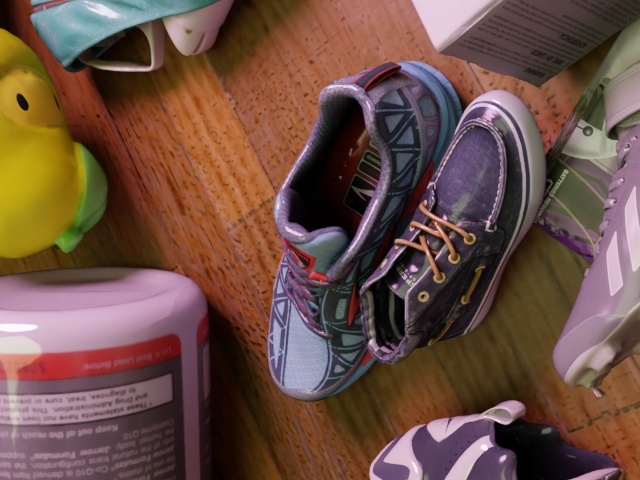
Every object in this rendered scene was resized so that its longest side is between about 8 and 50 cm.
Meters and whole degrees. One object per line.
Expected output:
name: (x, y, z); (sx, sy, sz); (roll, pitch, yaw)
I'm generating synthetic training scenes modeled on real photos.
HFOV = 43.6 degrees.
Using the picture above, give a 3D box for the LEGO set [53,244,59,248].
LEGO set: (-0.248, -0.032, 0.771); (0.054, 0.023, 0.083); (57, 135, 15)

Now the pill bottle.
pill bottle: (-0.193, 0.214, 0.656); (0.210, 0.210, 0.362); (5, 100, 32)

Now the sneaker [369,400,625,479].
sneaker: (0.145, 0.207, 0.504); (0.153, 0.094, 0.235); (-44, 63, 39)

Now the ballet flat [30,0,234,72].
ballet flat: (-0.130, -0.185, 0.645); (0.247, 0.083, 0.087); (-6, 118, 34)

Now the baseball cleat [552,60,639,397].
baseball cleat: (0.175, -0.020, 0.424); (0.109, 0.072, 0.206); (49, 115, 33)

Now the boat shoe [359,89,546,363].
boat shoe: (0.076, 0.001, 0.488); (0.065, 0.083, 0.183); (40, 139, 35)

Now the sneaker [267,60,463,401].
sneaker: (0.000, 0.000, 0.549); (0.104, 0.125, 0.261); (27, 111, 28)

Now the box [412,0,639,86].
box: (0.093, -0.204, 0.441); (0.103, 0.114, 0.203); (-36, 65, 36)

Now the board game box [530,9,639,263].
board game box: (0.274, -0.105, 0.405); (0.208, 0.056, 0.346); (35, 114, 19)

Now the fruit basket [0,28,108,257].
fruit basket: (-0.341, -0.144, 0.638); (0.392, 0.392, 0.282); (18, 107, 30)
